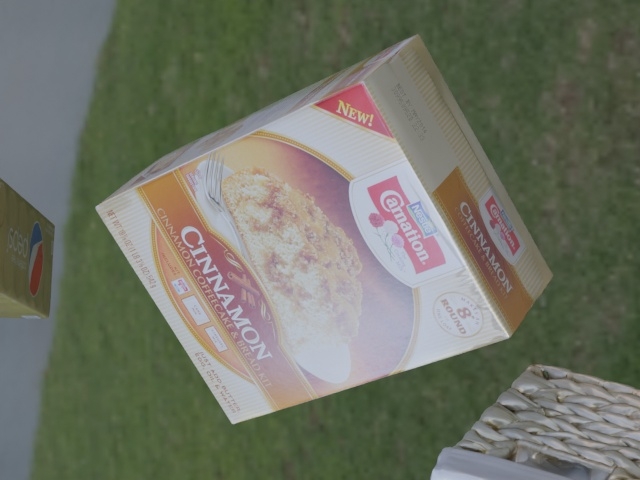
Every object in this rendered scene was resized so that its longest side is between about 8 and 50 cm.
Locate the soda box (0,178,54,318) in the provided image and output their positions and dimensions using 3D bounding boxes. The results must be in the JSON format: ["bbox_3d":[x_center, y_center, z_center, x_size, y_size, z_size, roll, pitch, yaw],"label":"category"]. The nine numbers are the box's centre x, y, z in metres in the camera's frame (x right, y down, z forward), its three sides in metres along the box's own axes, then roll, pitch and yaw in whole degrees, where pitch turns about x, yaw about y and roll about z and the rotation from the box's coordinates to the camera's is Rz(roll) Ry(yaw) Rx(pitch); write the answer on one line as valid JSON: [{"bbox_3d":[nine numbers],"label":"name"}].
[{"bbox_3d":[-0.194,0.006,0.830,0.181,0.058,0.061,98,174,-82],"label":"soda box"}]

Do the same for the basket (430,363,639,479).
[{"bbox_3d":[0.134,0.157,0.740,0.113,0.103,0.167,14,131,33],"label":"basket"}]

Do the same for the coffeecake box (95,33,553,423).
[{"bbox_3d":[0.000,0.000,0.752,0.185,0.068,0.142,-22,105,37],"label":"coffeecake box"}]
